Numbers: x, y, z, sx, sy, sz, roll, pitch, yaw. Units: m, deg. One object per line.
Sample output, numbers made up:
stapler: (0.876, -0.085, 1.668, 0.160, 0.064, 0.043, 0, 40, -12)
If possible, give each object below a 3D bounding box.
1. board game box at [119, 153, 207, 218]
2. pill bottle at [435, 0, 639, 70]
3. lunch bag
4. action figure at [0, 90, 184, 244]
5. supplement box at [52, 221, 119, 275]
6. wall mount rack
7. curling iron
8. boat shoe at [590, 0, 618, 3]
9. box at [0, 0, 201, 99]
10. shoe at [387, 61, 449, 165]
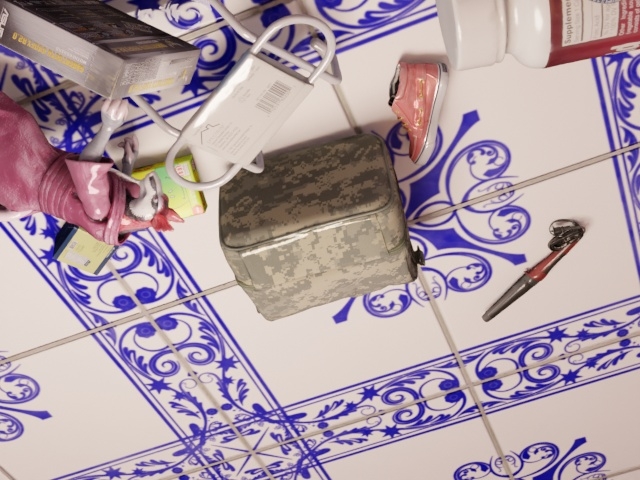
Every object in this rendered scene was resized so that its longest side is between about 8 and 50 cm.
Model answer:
board game box: (-0.283, -0.071, 1.625, 0.181, 0.043, 0.092, -13, 109, 5)
pill bottle: (0.357, -0.355, 1.344, 0.392, 0.224, 0.224, -10, 134, 3)
lunch bag: (0.000, 0.000, 1.636, 0.305, 0.213, 0.256, -15, 133, 8)
action figure: (-0.373, -0.077, 1.439, 0.370, 0.276, 0.248, 26, 169, 15)
supplement box: (-0.393, 0.001, 1.691, 0.083, 0.056, 0.083, 25, 125, -27)
wall mount rack: (-0.151, -0.244, 1.454, 0.304, 0.130, 0.350, 24, 126, -31)
curling iron: (0.389, 0.058, 1.866, 0.068, 0.035, 0.274, 24, 125, -22)
boat shoe: (0.387, -0.468, 1.165, 0.135, 0.367, 0.156, 24, 174, 6)
box: (-0.285, -0.255, 1.307, 0.183, 0.231, 0.056, 27, 110, 9)
shoe: (0.142, -0.199, 1.575, 0.081, 0.063, 0.178, 4, 127, -9)
